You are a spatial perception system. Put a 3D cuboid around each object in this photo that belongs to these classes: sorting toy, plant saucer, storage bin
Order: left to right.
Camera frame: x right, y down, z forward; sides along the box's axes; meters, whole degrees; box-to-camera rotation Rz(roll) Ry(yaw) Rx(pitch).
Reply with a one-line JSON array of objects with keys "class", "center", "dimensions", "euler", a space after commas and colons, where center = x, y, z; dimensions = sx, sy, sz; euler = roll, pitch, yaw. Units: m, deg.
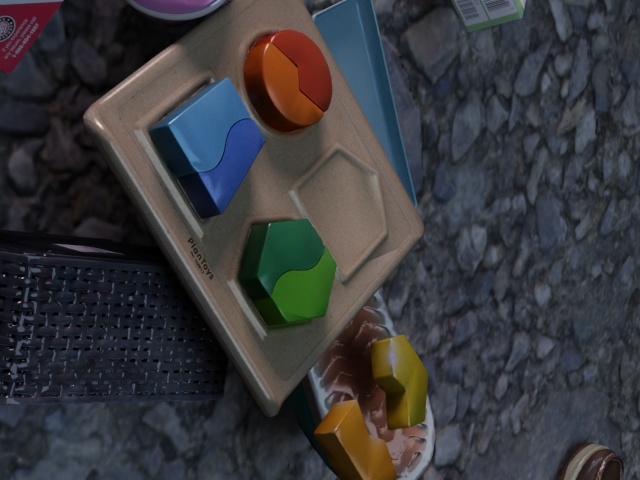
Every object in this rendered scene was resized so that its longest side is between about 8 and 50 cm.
[{"class": "storage bin", "center": [-0.149, 0.043, 0.766], "dimensions": [0.180, 0.122, 0.084], "euler": [5, 95, -46]}, {"class": "sorting toy", "center": [0.000, 0.000, 0.806], "dimensions": [0.307, 0.041, 0.229], "euler": [60, 42, -18]}, {"class": "plant saucer", "center": [0.032, -0.096, 1.003], "dimensions": [0.067, 0.018, 0.192], "euler": [-34, 122, -37]}]

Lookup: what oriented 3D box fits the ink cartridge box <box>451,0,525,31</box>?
[{"class": "ink cartridge box", "center": [0.126, -0.310, 1.033], "dimensions": [0.171, 0.056, 0.235], "euler": [55, 36, -38]}]

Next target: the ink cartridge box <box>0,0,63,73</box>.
[{"class": "ink cartridge box", "center": [-0.205, -0.171, 0.677], "dimensions": [0.150, 0.063, 0.109], "euler": [23, 113, -46]}]

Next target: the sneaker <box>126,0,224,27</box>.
[{"class": "sneaker", "center": [-0.075, -0.236, 0.811], "dimensions": [0.095, 0.104, 0.236], "euler": [19, 77, -6]}]

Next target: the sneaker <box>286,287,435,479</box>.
[{"class": "sneaker", "center": [-0.008, 0.037, 0.939], "dimensions": [0.108, 0.121, 0.302], "euler": [-14, 91, -21]}]

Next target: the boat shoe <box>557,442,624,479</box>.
[{"class": "boat shoe", "center": [0.276, 0.338, 1.286], "dimensions": [0.095, 0.095, 0.257], "euler": [16, 86, -46]}]
